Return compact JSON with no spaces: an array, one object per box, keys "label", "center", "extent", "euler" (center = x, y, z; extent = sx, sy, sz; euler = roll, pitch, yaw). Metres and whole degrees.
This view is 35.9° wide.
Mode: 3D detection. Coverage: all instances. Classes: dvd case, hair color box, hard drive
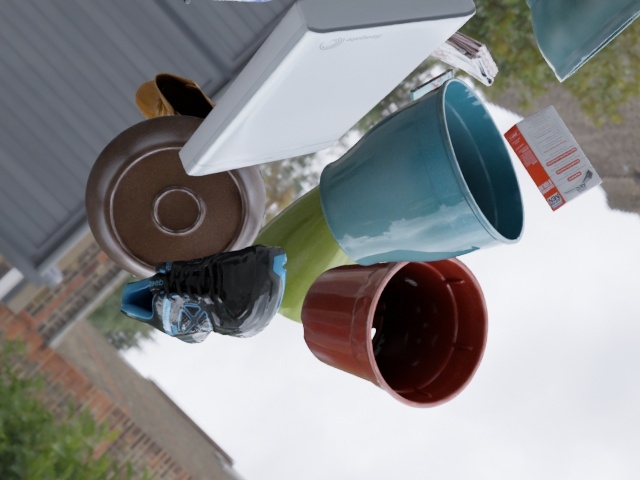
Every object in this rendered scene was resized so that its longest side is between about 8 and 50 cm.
[{"label":"dvd case","center":[0.232,-0.290,2.022],"extent":[0.119,0.087,0.013],"euler":[-33,-141,-30]},{"label":"hair color box","center":[0.413,-0.147,1.762],"extent":[0.093,0.167,0.053],"euler":[-28,171,-24]},{"label":"hard drive","center":[-0.004,-0.185,1.189],"extent":[0.233,0.047,0.353],"euler":[-15,166,-33]}]

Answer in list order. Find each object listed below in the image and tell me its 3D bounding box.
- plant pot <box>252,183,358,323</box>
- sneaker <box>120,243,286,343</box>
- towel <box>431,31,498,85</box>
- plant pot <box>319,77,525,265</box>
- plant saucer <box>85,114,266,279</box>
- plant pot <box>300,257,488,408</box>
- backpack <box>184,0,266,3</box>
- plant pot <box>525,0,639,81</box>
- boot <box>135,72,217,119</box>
[{"label":"plant pot","center":[0.000,0.000,2.277],"extent":[0.293,0.275,0.274],"euler":[-53,-170,26]},{"label":"sneaker","center":[-0.176,0.083,1.472],"extent":[0.341,0.140,0.125],"euler":[-26,-127,48]},{"label":"towel","center":[0.258,-0.474,2.326],"extent":[0.053,0.317,0.332],"euler":[-62,165,6]},{"label":"plant pot","center":[0.149,-0.081,1.566],"extent":[0.255,0.271,0.271],"euler":[-22,-157,27]},{"label":"plant saucer","center":[-0.245,-0.058,1.690],"extent":[0.311,0.310,0.050],"euler":[-40,-158,8]},{"label":"plant pot","center":[0.115,0.150,1.798],"extent":[0.272,0.272,0.265],"euler":[-49,-154,-23]},{"label":"backpack","center":[-0.189,-0.696,2.402],"extent":[0.213,0.264,0.276],"euler":[-28,126,-77]},{"label":"plant pot","center":[0.582,-0.521,2.189],"extent":[0.293,0.196,0.293],"euler":[-41,177,-3]},{"label":"boot","center":[-0.262,-0.257,1.804],"extent":[0.104,0.295,0.211],"euler":[-55,156,-7]}]
